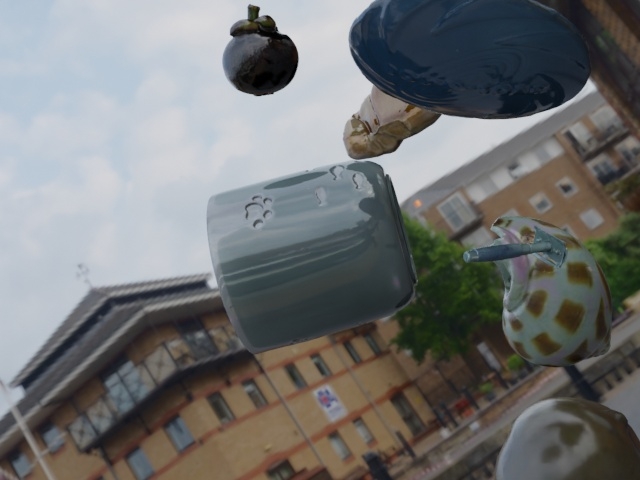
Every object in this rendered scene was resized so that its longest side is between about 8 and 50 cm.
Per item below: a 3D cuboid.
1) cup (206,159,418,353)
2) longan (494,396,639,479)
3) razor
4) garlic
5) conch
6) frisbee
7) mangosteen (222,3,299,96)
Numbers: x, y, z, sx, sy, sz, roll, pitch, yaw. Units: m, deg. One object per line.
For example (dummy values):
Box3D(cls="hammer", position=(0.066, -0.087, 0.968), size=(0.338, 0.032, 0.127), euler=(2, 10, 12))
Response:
Box3D(cls="cup", position=(0.000, 0.000, 1.374), size=(0.274, 0.259, 0.356), euler=(-14, 20, 9))
Box3D(cls="longan", position=(0.531, 0.486, 1.807), size=(0.361, 0.361, 0.361), euler=(-32, -13, -8))
Box3D(cls="razor", position=(0.244, 0.015, 1.113), size=(0.135, 0.068, 0.040), euler=(-7, -67, -23))
Box3D(cls="garlic", position=(0.154, -0.258, 1.730), size=(0.217, 0.228, 0.110), euler=(-22, -51, 25))
Box3D(cls="conch", position=(0.426, 0.106, 1.571), size=(0.197, 0.249, 0.368), euler=(-10, -38, 14))
Box3D(cls="frisbee", position=(0.170, -0.201, 1.017), size=(0.289, 0.289, 0.049), euler=(90, -168, -72))
Box3D(cls="mangosteen", position=(-0.102, -0.316, 1.431), size=(0.137, 0.151, 0.137), euler=(-10, 13, 2))
